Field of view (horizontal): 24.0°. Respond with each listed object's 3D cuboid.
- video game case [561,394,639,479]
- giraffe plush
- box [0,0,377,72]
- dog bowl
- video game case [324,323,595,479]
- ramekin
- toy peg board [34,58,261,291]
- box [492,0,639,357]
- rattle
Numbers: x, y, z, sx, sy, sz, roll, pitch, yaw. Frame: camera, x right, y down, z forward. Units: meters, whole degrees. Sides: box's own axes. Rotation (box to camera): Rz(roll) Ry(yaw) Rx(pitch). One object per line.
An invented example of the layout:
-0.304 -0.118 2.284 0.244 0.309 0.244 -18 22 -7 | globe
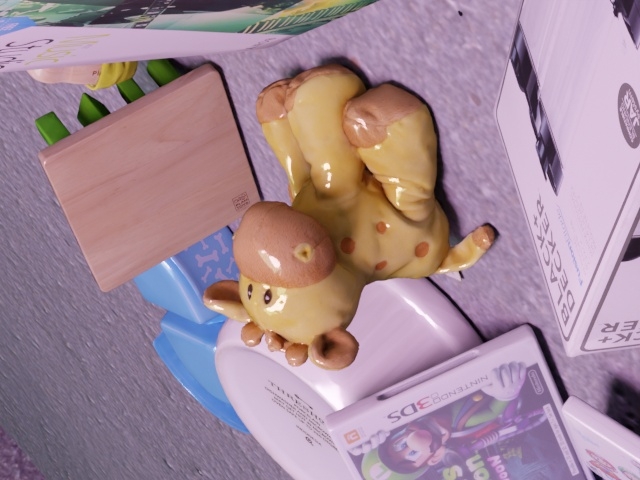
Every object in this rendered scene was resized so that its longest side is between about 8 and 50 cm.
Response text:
0.251 0.181 1.096 0.157 0.019 0.143 33 170 28 | video game case
0.000 0.000 1.095 0.210 0.170 0.181 55 154 -17 | giraffe plush
-0.129 -0.151 0.922 0.232 0.322 0.059 -9 91 62 | box
-0.119 0.063 1.506 0.166 0.074 0.297 20 145 46 | dog bowl
0.116 0.174 1.186 0.022 0.173 0.190 -111 -5 -57 | video game case
0.027 0.128 1.299 0.273 0.127 0.273 37 155 21 | ramekin
-0.153 -0.068 1.282 0.079 0.161 0.161 50 164 42 | toy peg board
0.162 -0.084 0.711 0.290 0.087 0.169 95 164 -60 | box
-0.217 -0.225 1.242 0.143 0.130 0.200 93 157 -44 | rattle
